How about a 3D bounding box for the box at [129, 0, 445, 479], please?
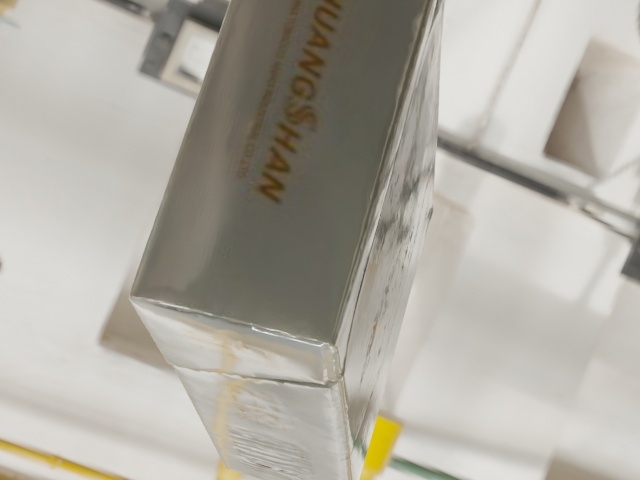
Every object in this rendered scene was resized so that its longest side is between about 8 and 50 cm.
[{"bbox_3d":[0.000,0.000,0.466,0.067,0.149,0.233,11,159,7],"label":"box"}]
